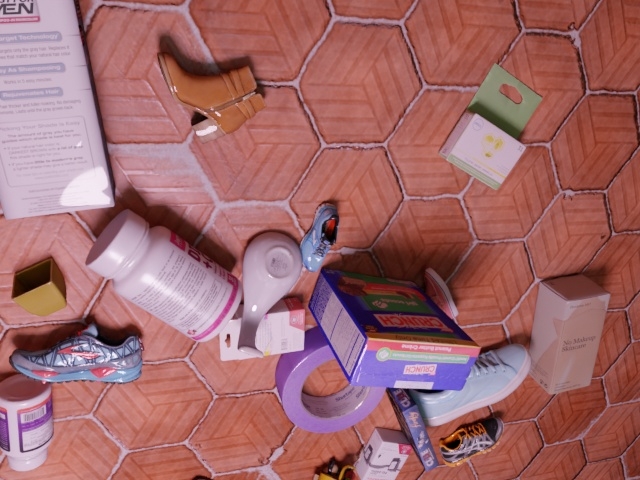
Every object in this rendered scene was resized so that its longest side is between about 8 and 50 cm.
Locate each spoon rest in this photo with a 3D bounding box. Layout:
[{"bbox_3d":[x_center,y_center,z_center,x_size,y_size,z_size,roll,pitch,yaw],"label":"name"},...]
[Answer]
[{"bbox_3d":[-0.124,0.113,1.210,0.137,0.084,0.276,23,72,-21],"label":"spoon rest"}]

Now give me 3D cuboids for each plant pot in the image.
[{"bbox_3d":[-0.551,0.102,1.106,0.081,0.081,0.083,-26,131,-6],"label":"plant pot"}]

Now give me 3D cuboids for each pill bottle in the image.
[{"bbox_3d":[-0.312,0.072,1.121,0.160,0.160,0.283,-47,119,6],"label":"pill bottle"},{"bbox_3d":[-0.634,0.393,1.191,0.108,0.108,0.193,1,113,-19],"label":"pill bottle"}]

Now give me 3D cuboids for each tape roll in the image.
[{"bbox_3d":[0.028,0.349,1.401,0.275,0.090,0.275,-7,115,-15],"label":"tape roll"}]

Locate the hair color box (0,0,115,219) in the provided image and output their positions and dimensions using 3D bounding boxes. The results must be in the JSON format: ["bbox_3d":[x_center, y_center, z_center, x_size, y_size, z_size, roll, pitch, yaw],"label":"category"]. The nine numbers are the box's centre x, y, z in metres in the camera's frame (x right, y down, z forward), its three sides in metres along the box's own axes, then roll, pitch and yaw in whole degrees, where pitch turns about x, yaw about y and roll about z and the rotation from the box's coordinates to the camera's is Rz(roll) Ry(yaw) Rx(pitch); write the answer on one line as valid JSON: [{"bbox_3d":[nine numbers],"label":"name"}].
[{"bbox_3d":[-0.482,-0.237,0.952,0.185,0.113,0.374,-9,117,-15],"label":"hair color box"}]

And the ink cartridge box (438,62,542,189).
[{"bbox_3d":[0.401,-0.256,1.269,0.171,0.056,0.235,25,106,-25],"label":"ink cartridge box"}]

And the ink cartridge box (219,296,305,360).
[{"bbox_3d":[-0.140,0.206,1.293,0.198,0.067,0.115,-5,114,-18],"label":"ink cartridge box"}]

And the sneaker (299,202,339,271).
[{"bbox_3d":[0.000,0.000,1.241,0.063,0.073,0.162,9,110,-22],"label":"sneaker"}]

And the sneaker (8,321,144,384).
[{"bbox_3d":[-0.512,0.231,1.181,0.262,0.104,0.125,8,94,-25],"label":"sneaker"}]

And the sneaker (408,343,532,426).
[{"bbox_3d":[0.405,0.369,1.509,0.366,0.135,0.150,-30,122,-4],"label":"sneaker"}]

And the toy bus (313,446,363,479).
[{"bbox_3d":[0.028,0.683,1.540,0.104,0.202,0.191,22,116,6],"label":"toy bus"}]

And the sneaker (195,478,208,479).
[{"bbox_3d":[-0.280,0.695,1.482,0.071,0.066,0.188,-40,115,21],"label":"sneaker"}]

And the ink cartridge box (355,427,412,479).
[{"bbox_3d":[0.182,0.621,1.590,0.109,0.063,0.150,16,107,-24],"label":"ink cartridge box"}]

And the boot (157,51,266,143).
[{"bbox_3d":[-0.202,-0.294,1.044,0.152,0.073,0.197,-30,131,-2],"label":"boot"}]

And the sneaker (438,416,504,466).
[{"bbox_3d":[0.451,0.593,1.657,0.215,0.084,0.083,-34,115,0],"label":"sneaker"}]

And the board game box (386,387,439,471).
[{"bbox_3d":[0.236,0.477,1.484,0.042,0.165,0.243,-25,118,-6],"label":"board game box"}]

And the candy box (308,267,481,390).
[{"bbox_3d":[0.148,0.192,1.237,0.268,0.317,0.122,9,110,-22],"label":"candy box"}]

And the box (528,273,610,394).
[{"bbox_3d":[0.690,0.263,1.561,0.148,0.121,0.311,-9,116,-13],"label":"box"}]

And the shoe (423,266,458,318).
[{"bbox_3d":[0.286,0.153,1.410,0.081,0.063,0.178,-36,124,-6],"label":"shoe"}]
